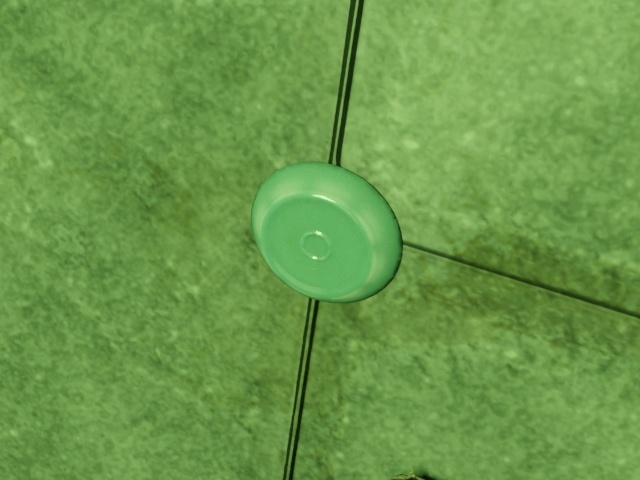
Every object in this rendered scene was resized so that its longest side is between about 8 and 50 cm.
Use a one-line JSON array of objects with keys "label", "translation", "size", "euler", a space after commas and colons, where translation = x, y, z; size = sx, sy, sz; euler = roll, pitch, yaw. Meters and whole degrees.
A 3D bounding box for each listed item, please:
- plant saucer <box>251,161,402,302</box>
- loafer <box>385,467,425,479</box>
[{"label": "plant saucer", "translation": [0.000, 0.000, 1.108], "size": [0.119, 0.021, 0.119], "euler": [11, 122, 18]}, {"label": "loafer", "translation": [0.181, 0.266, 1.118], "size": [0.366, 0.134, 0.130], "euler": [10, 123, 18]}]
